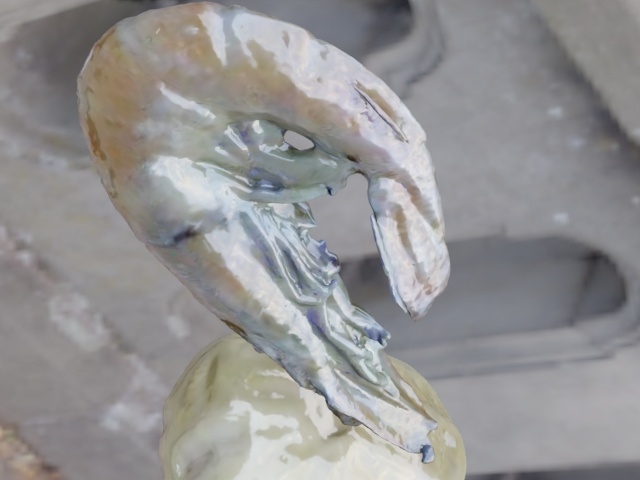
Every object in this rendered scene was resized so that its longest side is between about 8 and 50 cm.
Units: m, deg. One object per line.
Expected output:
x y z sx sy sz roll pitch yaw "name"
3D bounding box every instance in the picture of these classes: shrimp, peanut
0.000 0.000 0.722 0.223 0.126 0.047 52 38 -31 "shrimp"
0.015 0.118 0.899 0.257 0.123 0.123 49 48 -57 "peanut"
